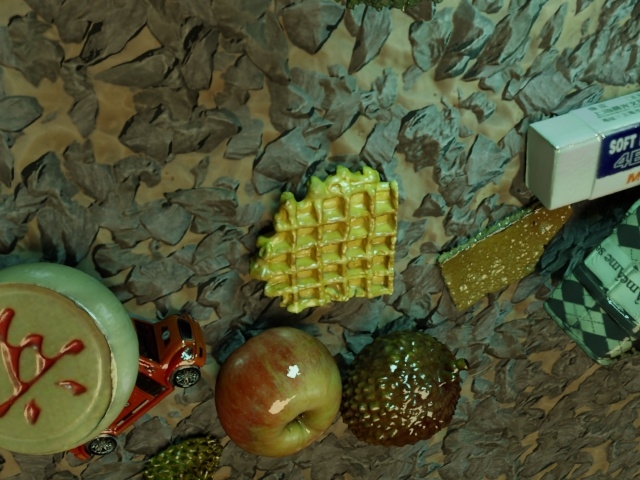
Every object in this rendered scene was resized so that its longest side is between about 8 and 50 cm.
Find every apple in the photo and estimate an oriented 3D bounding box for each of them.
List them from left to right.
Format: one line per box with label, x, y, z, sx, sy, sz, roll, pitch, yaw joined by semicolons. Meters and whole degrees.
apple;-0.066;0.234;1.187;0.209;0.164;0.209;-19;135;-20

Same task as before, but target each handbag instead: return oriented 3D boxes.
handbag;0.601;0.021;1.229;0.317;0.180;0.416;10;127;-47

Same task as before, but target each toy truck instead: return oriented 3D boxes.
toy truck;-0.286;0.198;1.109;0.252;0.107;0.114;-40;128;11

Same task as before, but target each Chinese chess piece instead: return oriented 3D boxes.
Chinese chess piece;-0.361;0.151;0.992;0.250;0.103;0.250;1;102;3

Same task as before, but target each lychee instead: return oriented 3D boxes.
lychee;0.136;0.237;1.246;0.238;0.200;0.200;-33;133;33

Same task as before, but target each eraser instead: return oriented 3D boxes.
eraser;0.456;-0.146;1.151;0.287;0.086;0.130;-17;132;-9

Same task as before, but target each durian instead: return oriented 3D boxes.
durian;-0.236;0.421;1.292;0.119;0.108;0.187;20;116;-32

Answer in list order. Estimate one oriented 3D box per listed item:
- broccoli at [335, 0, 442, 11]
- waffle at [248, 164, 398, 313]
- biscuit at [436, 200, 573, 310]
broccoli;0.017;-0.361;0.679;0.317;0.277;0.338;-9;88;15
waffle;0.000;0.000;1.105;0.219;0.057;0.229;-11;127;-13
biscuit;0.308;0.017;1.255;0.237;0.026;0.131;-29;131;1
